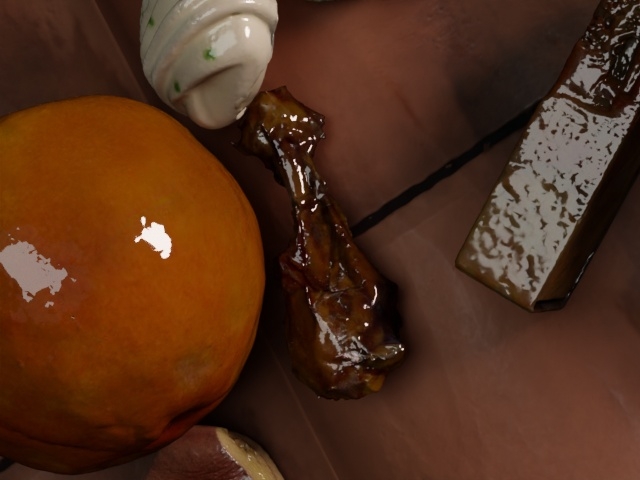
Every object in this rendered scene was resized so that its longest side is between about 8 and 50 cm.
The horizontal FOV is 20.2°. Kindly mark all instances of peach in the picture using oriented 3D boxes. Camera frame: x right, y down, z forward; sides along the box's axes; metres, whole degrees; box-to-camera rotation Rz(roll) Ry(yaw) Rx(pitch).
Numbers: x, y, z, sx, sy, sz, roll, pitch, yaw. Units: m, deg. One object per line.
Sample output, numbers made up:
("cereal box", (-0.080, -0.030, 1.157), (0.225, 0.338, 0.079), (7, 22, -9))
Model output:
("peach", (-0.210, 0.048, 1.598), (0.342, 0.343, 0.302), (-32, 72, 22))

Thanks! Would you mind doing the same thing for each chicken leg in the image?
("chicken leg", (0.000, 0.000, 1.642), (0.113, 0.093, 0.304), (-18, 73, 7))

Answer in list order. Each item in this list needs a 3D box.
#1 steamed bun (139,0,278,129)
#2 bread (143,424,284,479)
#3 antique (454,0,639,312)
("steamed bun", (-0.112, -0.197, 1.642), (0.183, 0.106, 0.183), (-178, 90, -68))
("bread", (-0.099, 0.229, 1.689), (0.192, 0.067, 0.119), (0, 97, 27))
("antique", (0.230, -0.092, 1.521), (0.087, 0.093, 0.310), (33, 102, 22))
